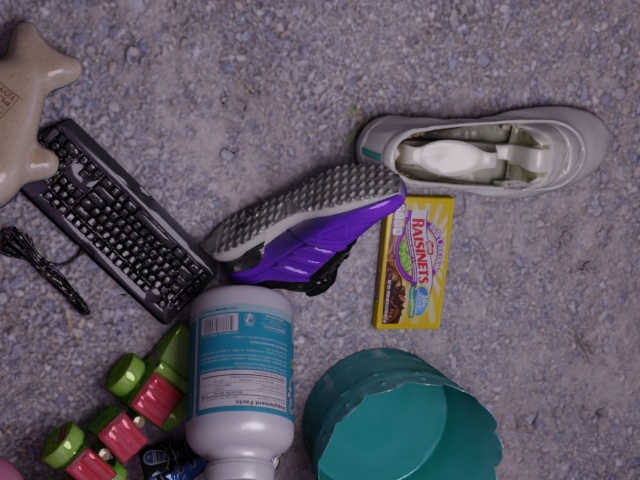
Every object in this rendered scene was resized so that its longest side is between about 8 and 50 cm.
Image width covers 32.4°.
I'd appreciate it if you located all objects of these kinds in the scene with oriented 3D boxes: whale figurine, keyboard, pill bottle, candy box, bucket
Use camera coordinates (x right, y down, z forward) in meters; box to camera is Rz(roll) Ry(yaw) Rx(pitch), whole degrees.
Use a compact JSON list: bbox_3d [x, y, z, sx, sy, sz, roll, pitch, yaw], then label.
[{"bbox_3d":[-0.428,-0.150,1.412,0.216,0.141,0.272,37,69,-7],"label":"whale figurine"},{"bbox_3d":[-0.312,0.002,1.519,0.201,0.033,0.317,-44,109,0],"label":"keyboard"},{"bbox_3d":[-0.109,0.204,1.499,0.146,0.146,0.264,7,64,-16],"label":"pill bottle"},{"bbox_3d":[0.138,0.032,1.644,0.105,0.027,0.205,0,104,-18],"label":"candy box"},{"bbox_3d":[0.109,0.301,1.623,0.281,0.183,0.281,-3,105,-13],"label":"bucket"}]

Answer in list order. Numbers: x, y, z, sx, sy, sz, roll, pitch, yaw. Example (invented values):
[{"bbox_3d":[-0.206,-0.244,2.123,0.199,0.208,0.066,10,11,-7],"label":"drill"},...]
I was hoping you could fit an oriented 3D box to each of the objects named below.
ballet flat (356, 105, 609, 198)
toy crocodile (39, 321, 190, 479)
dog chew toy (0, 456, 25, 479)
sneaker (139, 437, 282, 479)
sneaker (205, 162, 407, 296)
[{"bbox_3d":[0.253,-0.120,1.580,0.400,0.139,0.139,-1,104,-14],"label":"ballet flat"},{"bbox_3d":[-0.276,0.262,1.533,0.115,0.105,0.340,47,72,-20],"label":"toy crocodile"},{"bbox_3d":[-0.490,0.355,1.481,0.207,0.206,0.331,-34,117,-4],"label":"dog chew toy"},{"bbox_3d":[-0.179,0.335,1.587,0.147,0.130,0.330,40,92,-22],"label":"sneaker"},{"bbox_3d":[0.000,0.000,1.539,0.293,0.102,0.146,-21,120,18],"label":"sneaker"}]
